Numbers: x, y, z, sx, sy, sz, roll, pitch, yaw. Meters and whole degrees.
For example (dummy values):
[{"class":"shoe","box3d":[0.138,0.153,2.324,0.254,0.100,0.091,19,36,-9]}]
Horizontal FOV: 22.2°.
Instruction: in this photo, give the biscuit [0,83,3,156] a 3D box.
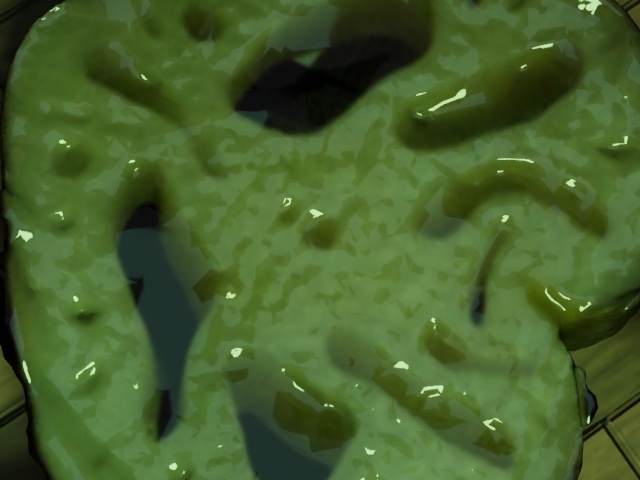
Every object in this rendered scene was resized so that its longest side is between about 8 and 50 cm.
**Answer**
[{"class":"biscuit","box3d":[-0.239,-0.003,0.866,0.186,0.036,0.192,-19,85,-11]}]

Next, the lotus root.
[{"class":"lotus root","box3d":[0.000,0.000,0.862,0.375,0.111,0.390,36,82,1]}]
